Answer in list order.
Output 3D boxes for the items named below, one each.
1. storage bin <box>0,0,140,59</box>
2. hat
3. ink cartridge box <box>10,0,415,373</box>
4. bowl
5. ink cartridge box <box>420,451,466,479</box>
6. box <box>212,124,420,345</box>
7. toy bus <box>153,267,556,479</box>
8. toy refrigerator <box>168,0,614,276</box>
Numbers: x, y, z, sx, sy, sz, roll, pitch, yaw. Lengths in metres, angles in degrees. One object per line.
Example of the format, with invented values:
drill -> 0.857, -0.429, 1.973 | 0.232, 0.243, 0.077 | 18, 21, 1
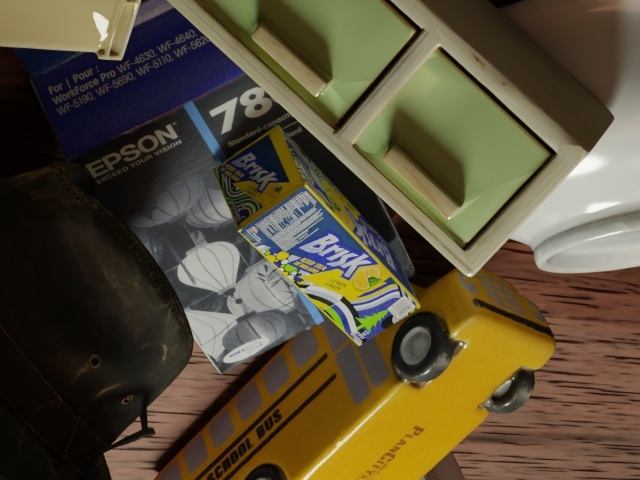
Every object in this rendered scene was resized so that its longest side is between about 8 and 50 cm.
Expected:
storage bin -> -0.201, -0.227, 0.831 | 0.262, 0.123, 0.260 | 1, 133, -27
hat -> -0.158, 0.035, 1.006 | 0.134, 0.331, 0.331 | -35, 139, 1
ink cartridge box -> -0.063, -0.050, 1.133 | 0.165, 0.065, 0.333 | -27, 139, 3
bowl -> 0.194, -0.059, 1.094 | 0.297, 0.134, 0.298 | -8, 168, -2
ink cartridge box -> 0.030, 0.243, 1.448 | 0.198, 0.115, 0.067 | -43, 137, 21
box -> 0.000, 0.000, 1.123 | 0.054, 0.059, 0.169 | -33, 140, 9
toy bus -> 0.020, 0.137, 1.318 | 0.108, 0.130, 0.333 | 23, 120, -40
toy refrigerator -> 0.024, -0.114, 0.956 | 0.102, 0.269, 0.094 | -48, 178, 25
